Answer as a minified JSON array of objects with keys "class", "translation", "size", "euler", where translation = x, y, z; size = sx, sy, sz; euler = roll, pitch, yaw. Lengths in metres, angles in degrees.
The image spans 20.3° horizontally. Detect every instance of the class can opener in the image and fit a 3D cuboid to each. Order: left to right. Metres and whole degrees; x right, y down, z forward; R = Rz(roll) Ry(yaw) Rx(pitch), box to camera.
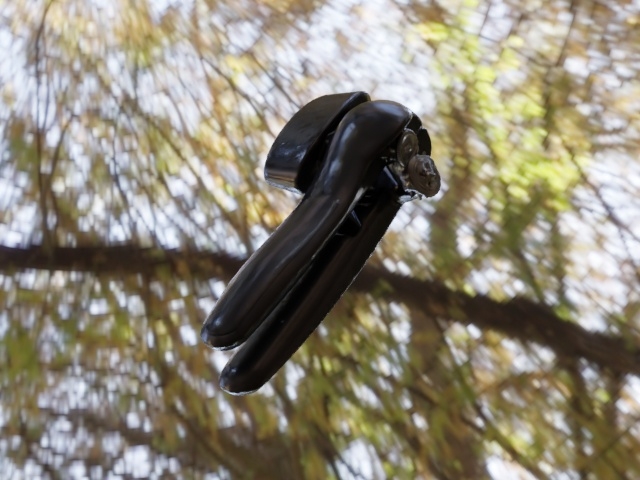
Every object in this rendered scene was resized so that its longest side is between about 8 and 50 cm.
[{"class":"can opener","translation":[0.000,0.000,0.801],"size":[0.073,0.186,0.059],"euler":[-6,-51,34]}]
